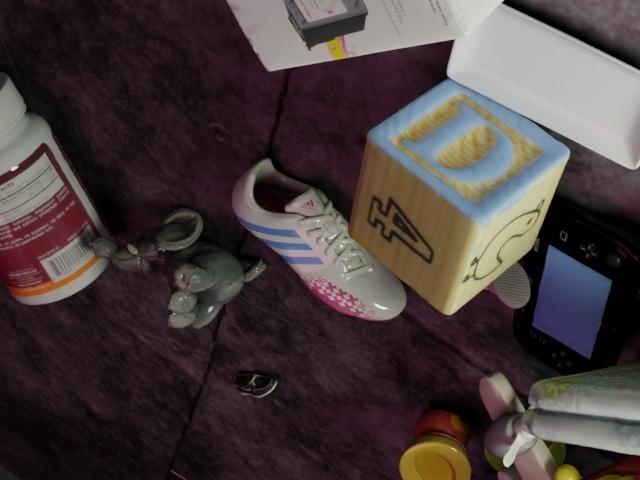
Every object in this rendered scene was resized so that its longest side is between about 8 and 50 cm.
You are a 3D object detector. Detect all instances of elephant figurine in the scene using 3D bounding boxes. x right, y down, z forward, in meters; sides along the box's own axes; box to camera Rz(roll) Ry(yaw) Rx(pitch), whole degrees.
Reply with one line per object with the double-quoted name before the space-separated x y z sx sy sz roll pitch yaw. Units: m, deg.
"elephant figurine" -0.257 0.027 2.081 0.239 0.186 0.169 49 116 33

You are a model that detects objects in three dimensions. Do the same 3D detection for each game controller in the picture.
"game controller" 0.354 0.080 1.637 0.166 0.067 0.319 25 142 21

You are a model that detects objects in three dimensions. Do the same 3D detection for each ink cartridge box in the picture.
"ink cartridge box" 0.076 -0.313 1.323 0.306 0.226 0.131 -2 126 45

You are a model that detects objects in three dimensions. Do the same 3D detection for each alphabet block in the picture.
"alphabet block" 0.172 -0.061 1.518 0.193 0.192 0.197 42 148 23

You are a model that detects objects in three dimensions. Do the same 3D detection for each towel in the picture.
"towel" 0.483 0.216 1.467 0.375 0.321 0.090 1 93 42

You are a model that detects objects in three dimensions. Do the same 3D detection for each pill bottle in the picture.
"pill bottle" -0.558 -0.094 2.150 0.224 0.224 0.392 5 132 40

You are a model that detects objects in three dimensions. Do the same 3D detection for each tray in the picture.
"tray" 0.287 -0.199 1.424 0.270 0.030 0.145 30 143 15

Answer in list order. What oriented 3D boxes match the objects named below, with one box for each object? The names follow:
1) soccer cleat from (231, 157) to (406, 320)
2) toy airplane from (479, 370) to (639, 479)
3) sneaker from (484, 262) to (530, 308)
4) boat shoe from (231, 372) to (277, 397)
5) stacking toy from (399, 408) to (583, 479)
"soccer cleat" 0.000 0.000 1.831 0.331 0.116 0.143 36 145 7
"toy airplane" 0.372 0.421 1.748 0.386 0.272 0.384 24 122 33
"sneaker" 0.259 0.057 1.679 0.070 0.051 0.134 79 166 -50
"boat shoe" -0.132 0.281 2.326 0.038 0.046 0.125 49 153 -21
"stacking toy" 0.320 0.386 2.014 0.280 0.130 0.309 -29 112 26
